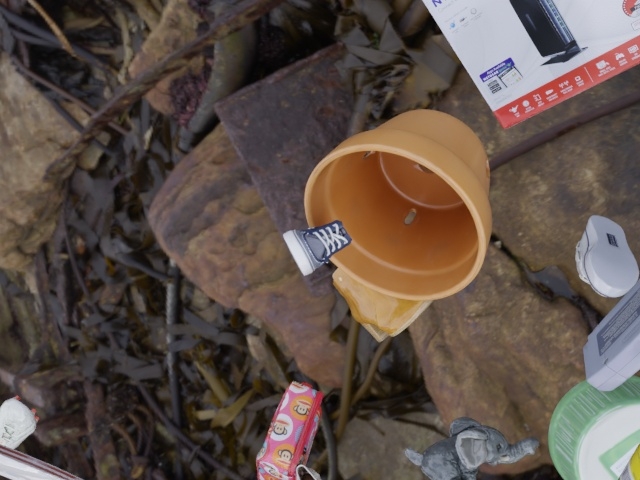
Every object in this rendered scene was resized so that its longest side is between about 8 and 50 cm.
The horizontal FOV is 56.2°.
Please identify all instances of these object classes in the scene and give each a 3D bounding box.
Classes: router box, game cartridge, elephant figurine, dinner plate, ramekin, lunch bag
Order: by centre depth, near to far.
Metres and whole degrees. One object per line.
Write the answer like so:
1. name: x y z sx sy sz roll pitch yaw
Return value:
1. dinner plate: -0.254 0.186 0.499 0.141 0.141 0.017 3 60 35
2. router box: 0.397 -0.401 1.052 0.335 0.082 0.301 -25 107 45
3. game cartridge: 0.639 0.160 1.195 0.062 0.198 0.297 31 117 3
4. ramekin: 0.670 0.457 1.304 0.304 0.148 0.303 0 93 5
5. elephant figurine: 0.373 0.509 1.464 0.239 0.186 0.169 -50 34 -2
6. lunch bag: -0.073 0.499 1.569 0.120 0.258 0.293 18 147 6

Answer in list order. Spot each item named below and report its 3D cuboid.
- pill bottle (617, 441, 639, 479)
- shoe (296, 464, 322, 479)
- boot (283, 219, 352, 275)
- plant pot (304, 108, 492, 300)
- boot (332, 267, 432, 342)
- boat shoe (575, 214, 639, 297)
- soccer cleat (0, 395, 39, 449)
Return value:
1. pill bottle: 0.576 0.303 0.857 0.188 0.188 0.333 28 119 28
2. shoe: -0.006 0.601 1.341 0.219 0.077 0.058 -125 18 -46
3. boot: 0.000 0.000 0.888 0.086 0.190 0.069 -27 93 2
4. plant pot: 0.147 -0.078 0.965 0.291 0.203 0.290 19 137 19
5. boot: 0.130 0.125 1.433 0.211 0.104 0.295 51 152 6
6. boat shoe: 0.544 0.044 1.171 0.096 0.267 0.088 20 123 4
7. soccer cleat: -0.546 0.336 1.045 0.068 0.076 0.196 40 133 -2
